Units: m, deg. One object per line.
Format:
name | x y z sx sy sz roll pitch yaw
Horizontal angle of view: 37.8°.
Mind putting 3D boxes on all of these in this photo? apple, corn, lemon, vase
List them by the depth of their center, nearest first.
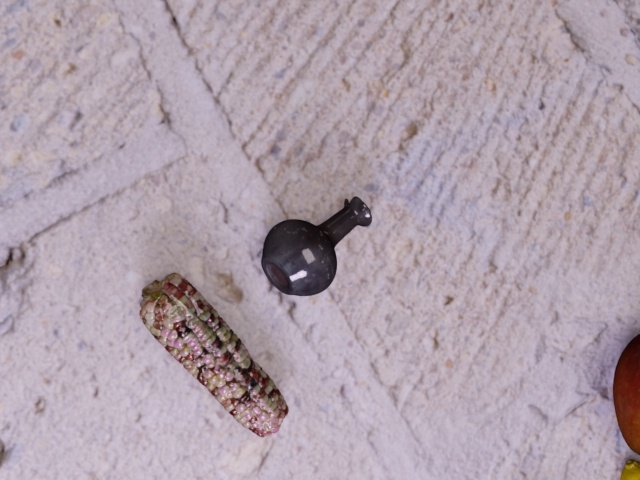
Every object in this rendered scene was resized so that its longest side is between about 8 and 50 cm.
corn | -0.152 0.165 1.351 0.092 0.092 0.280 -43 102 -11
vase | 0.000 0.000 1.382 0.183 0.120 0.120 -40 97 -25
apple | 0.557 0.251 1.440 0.230 0.230 0.230 1 87 -13
lemon | 0.514 0.388 1.501 0.062 0.062 0.083 -32 95 -12
